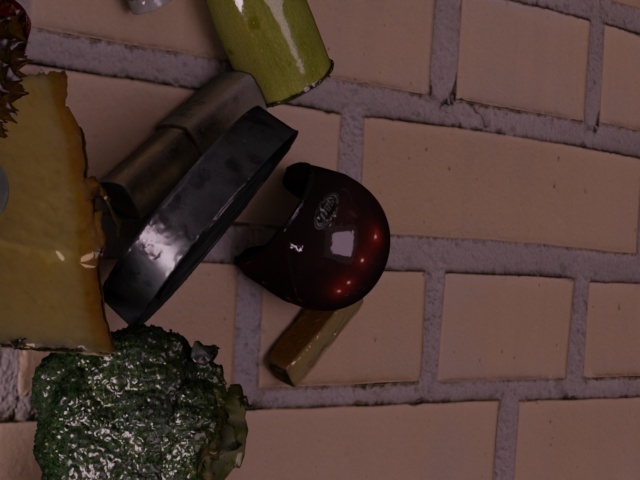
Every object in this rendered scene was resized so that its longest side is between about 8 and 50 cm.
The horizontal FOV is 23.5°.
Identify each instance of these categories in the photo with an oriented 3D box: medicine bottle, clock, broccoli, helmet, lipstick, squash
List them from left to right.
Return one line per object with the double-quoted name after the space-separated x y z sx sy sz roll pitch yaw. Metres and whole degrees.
-0.230 -0.339 1.947 0.058 0.058 0.091 -39 119 -36 "medicine bottle"
-0.212 0.249 1.853 0.283 0.304 0.321 -4 103 -52 "broccoli"
-0.178 -0.123 1.999 0.253 0.079 0.077 -44 124 -34 "lipstick"
-0.149 -0.030 1.892 0.066 0.319 0.319 40 60 0 "clock"
-0.086 -0.313 2.047 0.132 0.132 0.247 -42 119 -34 "squash"
0.000 0.000 2.129 0.189 0.193 0.216 -63 160 -22 "helmet"

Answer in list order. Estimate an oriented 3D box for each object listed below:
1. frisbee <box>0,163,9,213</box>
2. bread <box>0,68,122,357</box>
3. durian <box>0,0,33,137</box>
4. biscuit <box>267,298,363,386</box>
-0.387 -0.066 1.659 0.110 0.014 0.110 21 50 -27 "frisbee"
-0.339 -0.027 1.727 0.248 0.279 0.315 5 101 -37 "bread"
-0.457 -0.213 1.538 0.348 0.384 0.347 -28 153 -16 "durian"
-0.004 0.131 2.212 0.188 0.052 0.056 -49 141 -30 "biscuit"
